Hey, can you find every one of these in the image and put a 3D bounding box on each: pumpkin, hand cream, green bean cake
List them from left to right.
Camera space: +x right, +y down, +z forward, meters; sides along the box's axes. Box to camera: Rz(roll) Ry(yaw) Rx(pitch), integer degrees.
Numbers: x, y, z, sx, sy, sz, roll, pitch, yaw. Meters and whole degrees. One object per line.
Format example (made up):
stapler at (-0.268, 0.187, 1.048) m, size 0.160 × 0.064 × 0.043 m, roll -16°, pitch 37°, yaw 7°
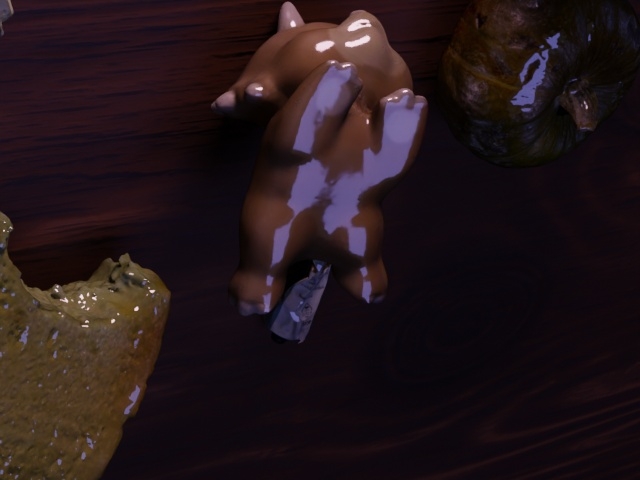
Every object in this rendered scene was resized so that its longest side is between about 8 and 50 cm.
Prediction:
green bean cake at (-0.267, 0.096, 1.188) m, size 0.236 × 0.124 × 0.233 m, roll 27°, pitch 84°, yaw -49°
hand cream at (-0.001, 0.000, 1.407) m, size 0.075 × 0.052 × 0.248 m, roll -19°, pitch 135°, yaw -58°
pumpkin at (0.217, -0.164, 1.335) m, size 0.219 × 0.162 × 0.219 m, roll -24°, pitch 142°, yaw -21°

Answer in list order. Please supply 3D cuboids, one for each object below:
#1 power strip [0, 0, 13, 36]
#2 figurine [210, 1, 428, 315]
power strip at (-0.275, -0.210, 0.999) m, size 0.076 × 0.028 × 0.169 m, roll -25°, pitch 136°, yaw -19°
figurine at (-0.010, -0.082, 1.217) m, size 0.177 × 0.173 × 0.247 m, roll -4°, pitch 113°, yaw -23°
